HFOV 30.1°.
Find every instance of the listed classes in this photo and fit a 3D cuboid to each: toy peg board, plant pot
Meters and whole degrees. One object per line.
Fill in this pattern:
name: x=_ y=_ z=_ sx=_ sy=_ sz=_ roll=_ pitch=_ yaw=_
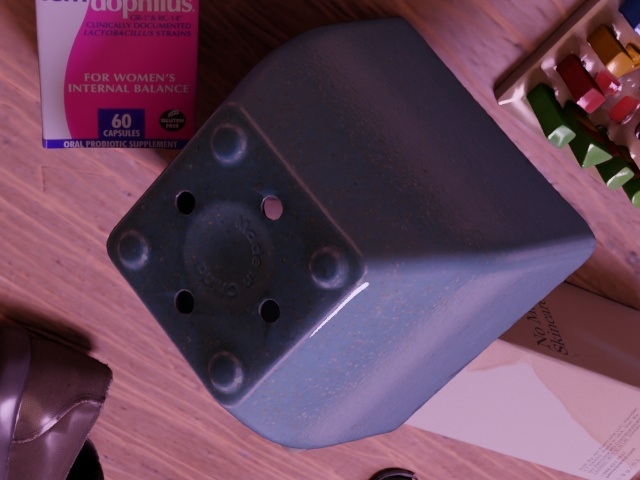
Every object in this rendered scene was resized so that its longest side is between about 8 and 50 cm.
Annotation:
toy peg board: x=0.261 y=-0.115 z=0.979 sx=0.161 sy=0.079 sz=0.160 roll=31 pitch=117 yaw=-30
plant pot: x=0.000 y=0.000 z=0.848 sx=0.247 sy=0.248 sz=0.252 roll=-45 pitch=164 yaw=23

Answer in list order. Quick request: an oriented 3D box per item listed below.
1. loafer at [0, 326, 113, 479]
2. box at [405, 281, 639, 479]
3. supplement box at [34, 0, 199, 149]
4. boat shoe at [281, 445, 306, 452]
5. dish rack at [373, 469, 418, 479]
loafer: x=-0.273 y=0.248 z=1.136 sx=0.130 sy=0.134 sz=0.366 roll=8 pitch=127 yaw=-16
box: x=0.172 y=0.107 z=1.099 sx=0.311 sy=0.148 sz=0.121 roll=19 pitch=121 yaw=-25
supplement box: x=-0.142 y=-0.183 z=0.832 sx=0.111 sy=0.114 sz=0.220 roll=-1 pitch=127 yaw=-9
boat shoe: x=0.008 y=0.161 z=1.178 sx=0.137 sy=0.049 sz=0.043 roll=-51 pitch=159 yaw=27
dish rack: x=0.132 y=0.380 z=1.360 sx=0.271 sy=0.074 sz=0.208 roll=21 pitch=123 yaw=-27
